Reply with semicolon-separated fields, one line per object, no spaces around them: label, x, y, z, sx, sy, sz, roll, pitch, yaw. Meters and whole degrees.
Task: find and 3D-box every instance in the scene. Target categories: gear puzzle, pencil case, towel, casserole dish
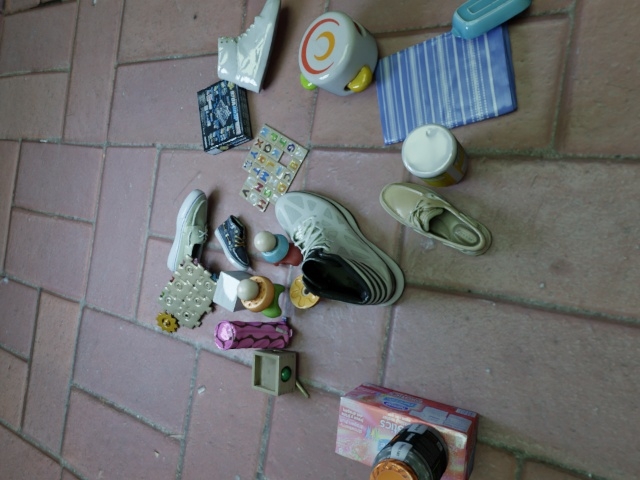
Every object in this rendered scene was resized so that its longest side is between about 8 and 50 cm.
gear puzzle;-0.452;0.203;1.442;0.175;0.044;0.339;40;116;0
pencil case;-0.187;0.265;1.207;0.098;0.209;0.095;-10;77;49
towel;0.306;-0.396;1.082;0.336;0.040;0.243;-9;84;30
casserole dish;0.395;-0.547;1.000;0.188;0.037;0.114;-26;50;13

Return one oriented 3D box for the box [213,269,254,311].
box;-0.256;0.153;1.314;0.087;0.101;0.102;21;99;28

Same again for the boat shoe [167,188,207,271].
boat shoe;-0.423;-0.020;1.430;0.094;0.109;0.302;24;108;13

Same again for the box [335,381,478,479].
box;0.203;0.458;1.012;0.299;0.154;0.142;6;90;28

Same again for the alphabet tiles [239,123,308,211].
alphabet tiles;-0.165;-0.219;1.341;0.198;0.009;0.237;36;103;26

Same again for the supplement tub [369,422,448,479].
supplement tub;0.173;0.443;0.834;0.117;0.190;0.117;-2;85;29

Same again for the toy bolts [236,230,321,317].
toy bolts;-0.115;0.082;1.177;0.218;0.158;0.229;-8;65;26

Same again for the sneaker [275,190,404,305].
sneaker;0.001;-0.001;1.093;0.447;0.257;0.169;41;106;25

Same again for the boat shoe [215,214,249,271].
boat shoe;-0.264;0.006;1.348;0.083;0.065;0.183;-46;66;20

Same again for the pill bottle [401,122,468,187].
pill bottle;0.272;-0.185;0.982;0.117;0.208;0.118;-2;86;29

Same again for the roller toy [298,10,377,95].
roller toy;0.053;-0.500;1.157;0.209;0.146;0.191;13;96;41

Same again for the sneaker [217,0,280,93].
sneaker;-0.227;-0.623;1.310;0.169;0.108;0.293;17;97;-4

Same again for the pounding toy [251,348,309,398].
pounding toy;-0.115;0.387;1.237;0.141;0.100;0.130;-2;85;40

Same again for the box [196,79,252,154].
box;-0.319;-0.415;1.414;0.175;0.051;0.220;-14;80;27

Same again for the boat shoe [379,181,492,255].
boat shoe;0.267;-0.061;1.040;0.302;0.098;0.109;35;103;26
